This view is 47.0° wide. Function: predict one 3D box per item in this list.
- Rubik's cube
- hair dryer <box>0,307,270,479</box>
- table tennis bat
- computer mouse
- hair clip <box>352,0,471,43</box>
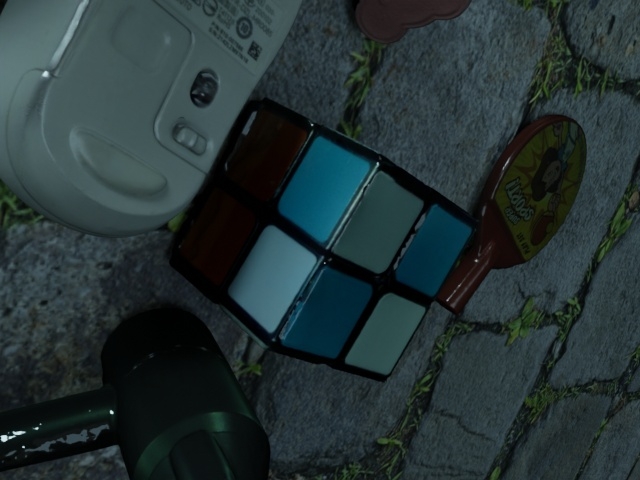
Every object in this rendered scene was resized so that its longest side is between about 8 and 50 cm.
[{"bbox_3d":[0.001,0.000,0.669,0.167,0.180,0.183,23,96,-47],"label":"Rubik's cube"},{"bbox_3d":[-0.195,0.177,0.575,0.302,0.244,0.116,-11,116,-20],"label":"hair dryer"},{"bbox_3d":[0.257,-0.033,0.986,0.310,0.038,0.200,-52,136,-10],"label":"table tennis bat"},{"bbox_3d":[-0.123,-0.147,0.520,0.184,0.121,0.297,26,82,-45],"label":"computer mouse"},{"bbox_3d":[0.058,-0.245,0.631,0.138,0.123,0.102,13,76,-50],"label":"hair clip"}]
